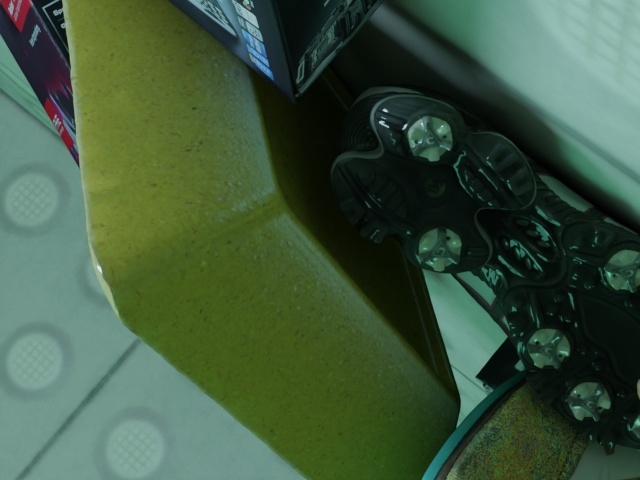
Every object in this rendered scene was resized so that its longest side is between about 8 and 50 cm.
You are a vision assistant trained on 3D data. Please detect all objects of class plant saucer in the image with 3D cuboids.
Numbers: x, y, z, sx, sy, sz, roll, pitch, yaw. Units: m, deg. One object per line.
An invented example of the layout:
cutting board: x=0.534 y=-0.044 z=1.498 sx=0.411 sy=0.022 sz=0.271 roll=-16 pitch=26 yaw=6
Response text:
plant saucer: x=-0.022 y=-0.030 z=0.836 sx=0.333 sy=0.081 sz=0.333 roll=49 pitch=-160 yaw=-47

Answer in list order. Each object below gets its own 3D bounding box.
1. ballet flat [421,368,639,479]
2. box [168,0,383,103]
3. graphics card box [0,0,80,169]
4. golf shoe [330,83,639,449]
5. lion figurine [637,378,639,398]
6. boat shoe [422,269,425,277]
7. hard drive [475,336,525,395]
ballet flat: x=0.152 y=0.130 z=0.882 sx=0.123 sy=0.123 sz=0.348 roll=39 pitch=-161 yaw=11
box: x=-0.090 y=-0.204 z=0.598 sx=0.242 sy=0.076 sz=0.307 roll=39 pitch=172 yaw=11
graphics card box: x=-0.117 y=-0.051 z=1.092 sx=0.371 sy=0.094 sz=0.233 roll=59 pitch=165 yaw=-6
golf shoe: x=0.124 y=0.006 z=0.791 sx=0.273 sy=0.105 sz=0.120 roll=42 pitch=-165 yaw=-15
lion figurine: x=0.229 y=0.184 z=0.610 sx=0.392 sy=0.142 sz=0.240 roll=-40 pitch=-61 yaw=-80
boat shoe: x=0.000 y=0.000 z=1.200 sx=0.102 sy=0.108 sz=0.301 roll=41 pitch=168 yaw=41
hard drive: x=0.300 y=0.232 z=1.248 sx=0.339 sy=0.064 sz=0.237 roll=45 pitch=171 yaw=-37
